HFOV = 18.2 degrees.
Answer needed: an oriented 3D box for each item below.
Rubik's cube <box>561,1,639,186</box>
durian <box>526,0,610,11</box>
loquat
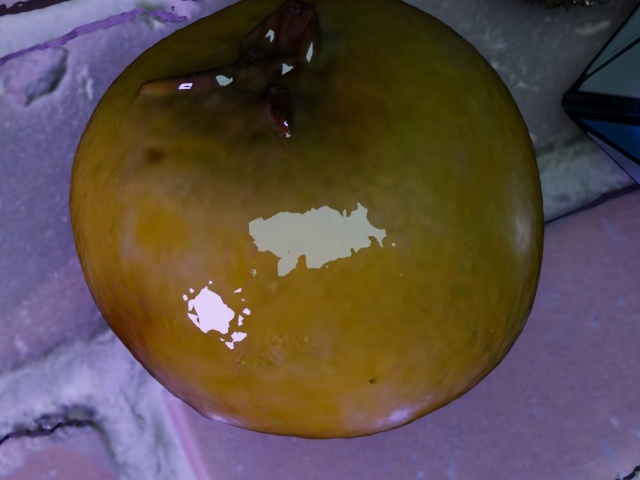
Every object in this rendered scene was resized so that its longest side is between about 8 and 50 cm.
[{"bbox_3d":[0.363,-0.106,1.411,0.248,0.250,0.246,42,84,-16],"label":"Rubik's cube"},{"bbox_3d":[0.184,-0.232,1.505,0.189,0.091,0.148,15,71,16],"label":"durian"},{"bbox_3d":[0.000,0.000,1.382,0.328,0.328,0.359,-18,133,-6],"label":"loquat"}]
